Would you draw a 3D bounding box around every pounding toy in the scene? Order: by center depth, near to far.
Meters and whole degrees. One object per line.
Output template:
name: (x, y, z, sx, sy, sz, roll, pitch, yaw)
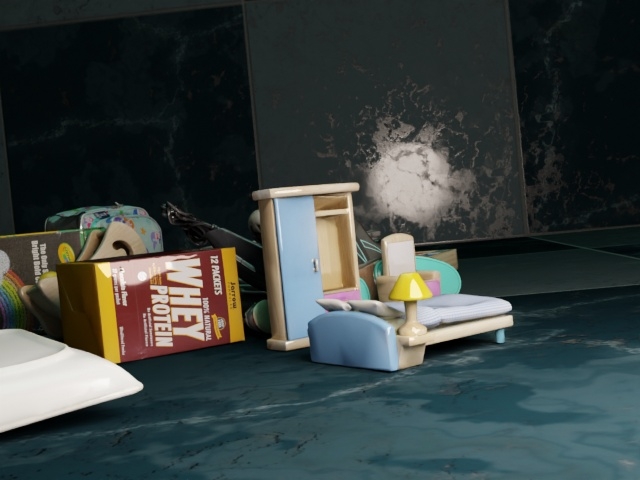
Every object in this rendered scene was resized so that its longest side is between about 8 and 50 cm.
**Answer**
pounding toy: (-0.341, 0.049, 1.474, 0.154, 0.154, 0.269, -19, 1, 43)

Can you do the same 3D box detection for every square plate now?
square plate: (-0.389, 0.140, 0.841, 0.347, 0.049, 0.344, -10, 6, -32)

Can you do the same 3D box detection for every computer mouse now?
computer mouse: (-0.117, 0.029, 1.356, 0.262, 0.060, 0.184, 25, -5, 12)

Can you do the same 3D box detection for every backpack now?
backpack: (-0.429, 0.035, 1.849, 0.191, 0.225, 0.253, -3, 4, 18)

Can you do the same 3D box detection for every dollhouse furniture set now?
dollhouse furniture set: (0.103, 0.023, 1.060, 0.286, 0.198, 0.303, -7, 3, -35)

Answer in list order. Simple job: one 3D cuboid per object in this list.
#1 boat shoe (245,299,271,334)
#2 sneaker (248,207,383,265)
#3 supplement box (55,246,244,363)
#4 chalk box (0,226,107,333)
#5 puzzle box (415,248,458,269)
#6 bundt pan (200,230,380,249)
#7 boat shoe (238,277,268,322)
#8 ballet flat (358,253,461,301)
boat shoe: (-0.085, 0.109, 1.281, 0.043, 0.049, 0.137, -8, -1, 13)
sneaker: (0.000, 0.000, 1.431, 0.267, 0.106, 0.101, 30, -15, -34)
supplement box: (-0.236, 0.083, 1.233, 0.194, 0.129, 0.191, -7, 2, -31)
chalk box: (-0.473, 0.071, 1.630, 0.288, 0.180, 0.179, -4, 2, 0)
puzzle box: (0.108, 0.068, 1.970, 0.272, 0.052, 0.409, -5, 2, 27)
bundt pan: (-0.048, 0.057, 1.629, 0.330, 0.124, 0.331, -6, 1, 0)
boat shoe: (-0.089, 0.081, 1.413, 0.335, 0.096, 0.112, -5, 2, 16)
ballet flat: (0.063, 0.075, 1.286, 0.280, 0.095, 0.096, -6, -10, -26)
